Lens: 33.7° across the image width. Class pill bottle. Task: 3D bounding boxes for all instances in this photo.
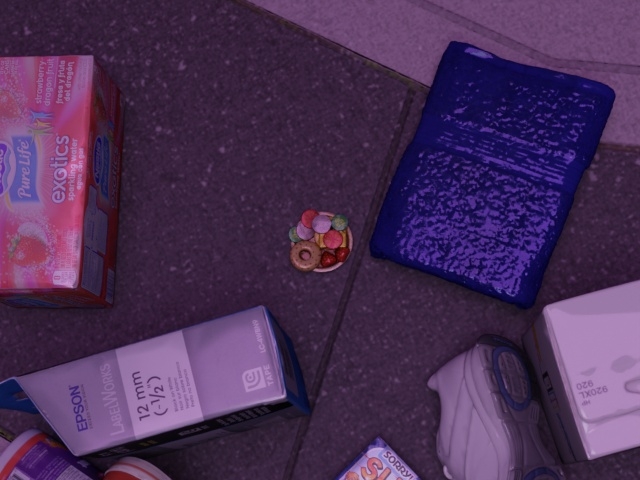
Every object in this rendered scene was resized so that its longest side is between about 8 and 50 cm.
[{"bbox_3d":[-0.299,0.321,1.274,0.193,0.108,0.108,31,82,11],"label":"pill bottle"}]

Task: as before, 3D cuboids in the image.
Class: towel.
[{"bbox_3d":[0.216,-0.084,1.344,0.228,0.076,0.308,20,80,16],"label":"towel"}]

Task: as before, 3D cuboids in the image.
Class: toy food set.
[{"bbox_3d":[0.000,0.000,1.365,0.083,0.020,0.082,-2,77,5],"label":"toy food set"}]

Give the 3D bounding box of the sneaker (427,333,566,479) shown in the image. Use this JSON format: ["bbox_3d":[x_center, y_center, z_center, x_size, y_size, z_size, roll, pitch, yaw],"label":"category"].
[{"bbox_3d":[0.205,0.265,1.234,0.111,0.129,0.297,13,58,-37],"label":"sneaker"}]

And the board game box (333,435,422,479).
[{"bbox_3d":[0.093,0.354,1.268,0.136,0.035,0.201,-45,77,-5],"label":"board game box"}]

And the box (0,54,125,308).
[{"bbox_3d":[-0.343,-0.070,1.345,0.142,0.154,0.300,0,78,5],"label":"box"}]

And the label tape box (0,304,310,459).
[{"bbox_3d":[-0.199,0.189,1.222,0.348,0.249,0.115,-18,76,1],"label":"label tape box"}]

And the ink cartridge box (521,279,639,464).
[{"bbox_3d":[0.340,0.148,1.192,0.171,0.232,0.168,-16,76,1],"label":"ink cartridge box"}]

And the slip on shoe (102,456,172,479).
[{"bbox_3d":[-0.138,0.389,1.196,0.331,0.123,0.101,48,48,-14],"label":"slip on shoe"}]
